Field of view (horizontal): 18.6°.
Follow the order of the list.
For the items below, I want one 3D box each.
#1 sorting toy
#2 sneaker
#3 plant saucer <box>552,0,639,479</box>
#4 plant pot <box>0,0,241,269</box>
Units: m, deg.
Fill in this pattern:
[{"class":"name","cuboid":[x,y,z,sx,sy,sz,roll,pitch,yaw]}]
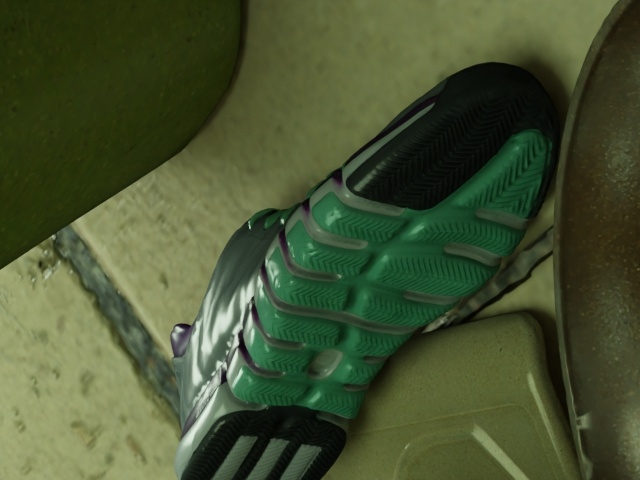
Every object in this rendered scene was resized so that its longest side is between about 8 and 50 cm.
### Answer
[{"class":"sorting toy","cuboid":[0.083,0.142,0.758,0.307,0.041,0.229,-17,94,47]},{"class":"sneaker","cuboid":[0.000,0.000,0.738,0.224,0.083,0.098,-52,39,30]},{"class":"plant saucer","cuboid":[0.152,0.069,0.520,0.310,0.050,0.311,166,90,-73]},{"class":"plant pot","cuboid":[-0.177,-0.075,0.735,0.276,0.254,0.276,20,122,36]}]
